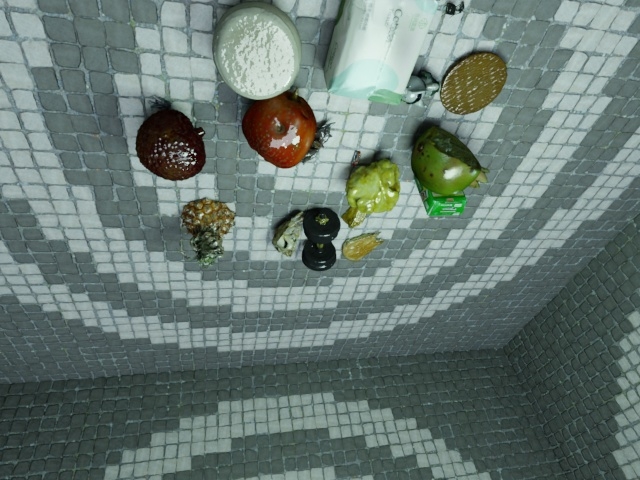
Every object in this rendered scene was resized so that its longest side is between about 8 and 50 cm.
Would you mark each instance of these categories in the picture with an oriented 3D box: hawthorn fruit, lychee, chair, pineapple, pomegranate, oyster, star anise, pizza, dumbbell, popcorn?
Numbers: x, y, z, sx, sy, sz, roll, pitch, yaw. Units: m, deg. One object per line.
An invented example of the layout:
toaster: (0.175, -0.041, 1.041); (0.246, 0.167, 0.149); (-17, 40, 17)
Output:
hawthorn fruit: (-0.140, -0.412, 1.496); (0.276, 0.275, 0.299); (13, 127, -27)
lychee: (-0.530, -0.334, 1.491); (0.261, 0.260, 0.260); (-7, 139, -6)
chair: (0.442, -0.775, 1.397); (0.086, 0.042, 0.037); (-37, 149, -28)
pineapple: (-0.499, -0.011, 1.849); (0.263, 0.271, 0.262); (-7, 140, -6)
pomegranate: (0.527, -0.297, 1.736); (0.359, 0.309, 0.216); (25, 122, -28)
oyster: (-0.152, -0.040, 2.061); (0.166, 0.094, 0.294); (1, 131, -43)
star anise: (-0.023, -0.385, 1.655); (0.061, 0.180, 0.204); (40, 128, 1)
pizza: (0.226, 0.021, 2.245); (0.262, 0.034, 0.181); (-35, 135, 25)
dumbbell: (0.000, 0.000, 2.053); (0.186, 0.185, 0.388); (-5, 139, -8)
popcorn: (0.241, -0.229, 1.835); (0.242, 0.234, 0.250); (-15, 171, 16)

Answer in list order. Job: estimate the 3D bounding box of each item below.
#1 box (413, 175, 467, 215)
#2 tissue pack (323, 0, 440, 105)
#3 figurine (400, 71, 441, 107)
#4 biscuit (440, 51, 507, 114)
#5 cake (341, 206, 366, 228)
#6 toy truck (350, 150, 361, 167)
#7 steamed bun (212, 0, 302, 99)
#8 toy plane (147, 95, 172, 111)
box: (0.539, -0.232, 1.871); (0.180, 0.249, 0.103); (-2, 145, -9)
tissue pack: (0.179, -0.645, 1.354); (0.267, 0.193, 0.356); (3, 137, -15)
figurine: (0.357, -0.561, 1.551); (0.193, 0.147, 0.126); (-14, 124, -27)
biscuit: (0.590, -0.607, 1.618); (0.263, 0.037, 0.261); (-7, 138, -6)
cake: (0.182, -0.149, 2.042); (0.080, 0.116, 0.184); (14, 102, -33)
toy truck: (0.155, -0.351, 1.812); (0.032, 0.024, 0.083); (16, 134, 2)
steamed bun: (-0.197, -0.600, 1.321); (0.284, 0.177, 0.282); (-1, 124, -1)
toy plane: (-0.568, -0.482, 1.481); (0.084, 0.031, 0.078); (-10, 139, -2)
